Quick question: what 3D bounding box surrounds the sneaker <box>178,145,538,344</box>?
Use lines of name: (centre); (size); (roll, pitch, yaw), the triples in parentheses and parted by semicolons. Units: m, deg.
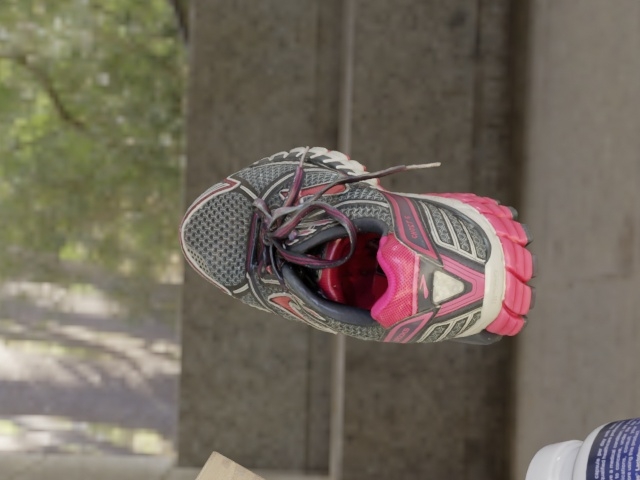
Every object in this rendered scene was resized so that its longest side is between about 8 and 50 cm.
sneaker: (0.000, 0.000, 1.113); (0.299, 0.112, 0.121); (6, 97, 50)

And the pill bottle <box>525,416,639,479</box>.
pill bottle: (0.340, 0.244, 1.666); (0.264, 0.153, 0.153); (-15, 68, 40)

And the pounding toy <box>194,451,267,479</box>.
pounding toy: (-0.067, 0.234, 1.151); (0.130, 0.100, 0.141); (-57, -5, -47)
